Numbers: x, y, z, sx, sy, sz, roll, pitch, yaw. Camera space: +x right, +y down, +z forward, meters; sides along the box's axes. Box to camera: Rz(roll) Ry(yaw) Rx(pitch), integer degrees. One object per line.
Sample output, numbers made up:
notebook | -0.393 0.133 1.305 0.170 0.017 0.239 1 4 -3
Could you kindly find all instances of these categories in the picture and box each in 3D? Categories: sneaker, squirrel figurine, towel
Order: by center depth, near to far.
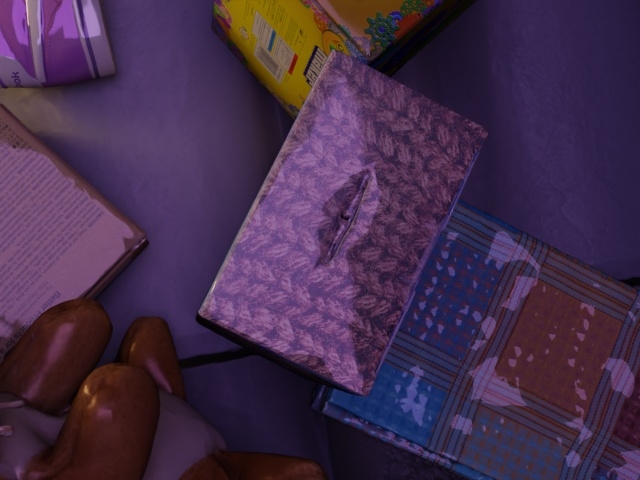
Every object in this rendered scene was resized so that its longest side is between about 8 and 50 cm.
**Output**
squirrel figurine | -0.265 0.236 0.679 0.281 0.370 0.397 43 105 35
sneaker | -0.313 -0.292 0.875 0.161 0.102 0.282 -12 85 -7
towel | 0.210 0.130 0.938 0.370 0.040 0.271 25 81 -5

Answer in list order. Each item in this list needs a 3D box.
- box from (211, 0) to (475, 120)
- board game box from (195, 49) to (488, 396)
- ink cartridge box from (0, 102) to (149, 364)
box | 0.058 -0.276 0.833 0.279 0.290 0.177 -43 91 -10
board game box | 0.000 0.000 0.792 0.141 0.291 0.232 27 80 -5
ink cartridge box | -0.316 0.019 0.843 0.193 0.088 0.235 43 80 -3
